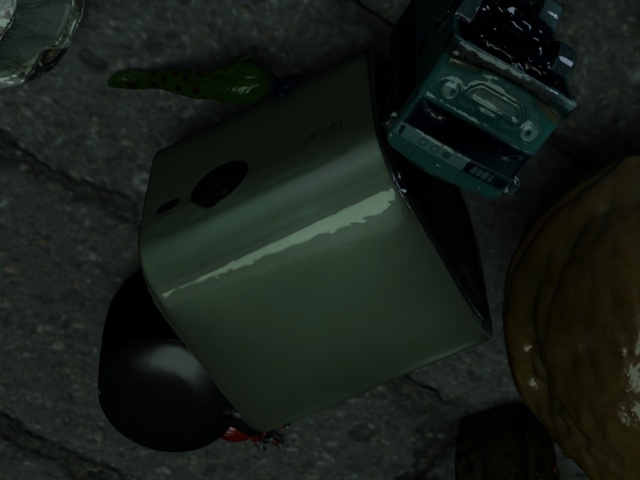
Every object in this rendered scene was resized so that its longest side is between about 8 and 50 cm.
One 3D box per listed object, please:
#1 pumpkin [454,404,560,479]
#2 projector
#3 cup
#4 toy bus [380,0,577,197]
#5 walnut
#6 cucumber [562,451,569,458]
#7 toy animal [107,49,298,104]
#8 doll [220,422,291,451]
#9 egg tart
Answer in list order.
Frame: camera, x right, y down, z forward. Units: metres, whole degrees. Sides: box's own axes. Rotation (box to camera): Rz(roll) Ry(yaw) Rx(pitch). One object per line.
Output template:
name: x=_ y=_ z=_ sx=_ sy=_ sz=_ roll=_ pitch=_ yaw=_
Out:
pumpkin: x=0.225 y=0.323 z=1.372 sx=0.131 sy=0.126 sz=0.248 roll=-11 pitch=119 yaw=11
projector: x=0.000 y=0.000 z=1.125 sx=0.249 sy=0.248 sz=0.248 roll=-24 pitch=122 yaw=15
cup: x=-0.131 y=0.136 z=1.259 sx=0.223 sy=0.176 sz=0.169 roll=37 pitch=112 yaw=-15
toy bus: x=0.134 y=-0.153 z=1.038 sx=0.128 sy=0.256 sz=0.147 roll=27 pitch=120 yaw=-11
walnut: x=0.321 y=0.076 z=1.134 sx=0.306 sy=0.306 sz=0.344 roll=-10 pitch=111 yaw=8
cucumber: x=0.364 y=0.218 z=1.349 sx=0.187 sy=0.058 sz=0.058 roll=-4 pitch=119 yaw=7
toy animal: x=-0.107 y=-0.161 z=1.163 sx=0.217 sy=0.075 sz=0.041 roll=9 pitch=120 yaw=31
doll: x=-0.093 y=0.216 z=1.379 sx=0.114 sy=0.039 sz=0.057 roll=11 pitch=147 yaw=-12
egg tart: x=-0.336 y=-0.246 z=1.102 sx=0.234 sy=0.094 sz=0.234 roll=2 pitch=118 yaw=4
